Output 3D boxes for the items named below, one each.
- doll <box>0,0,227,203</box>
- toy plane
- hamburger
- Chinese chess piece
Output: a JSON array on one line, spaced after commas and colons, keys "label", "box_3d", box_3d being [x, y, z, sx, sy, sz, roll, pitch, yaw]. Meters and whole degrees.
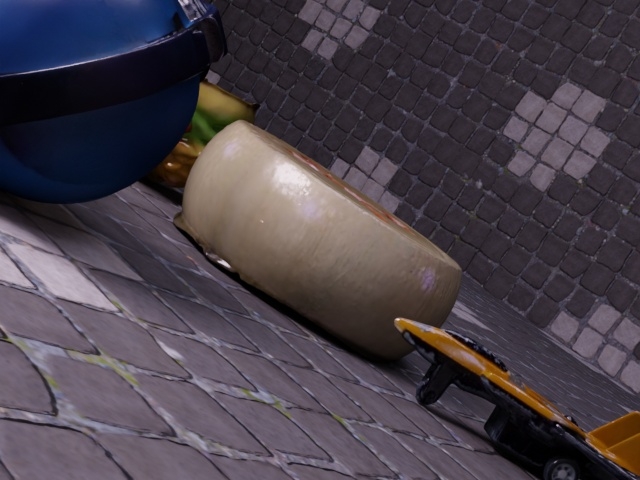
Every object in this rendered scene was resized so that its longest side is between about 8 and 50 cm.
[{"label": "doll", "box_3d": [-0.236, -0.158, 0.941, 0.284, 0.240, 0.310, -21, 23, -30]}, {"label": "toy plane", "box_3d": [0.200, 0.177, 1.146, 0.316, 0.103, 0.204, 25, 5, -11]}, {"label": "hamburger", "box_3d": [-0.201, -0.149, 1.409, 0.237, 0.149, 0.237, 25, 1, -1]}, {"label": "Chinese chess piece", "box_3d": [0.000, 0.000, 1.279, 0.338, 0.140, 0.338, 32, 7, -4]}]
